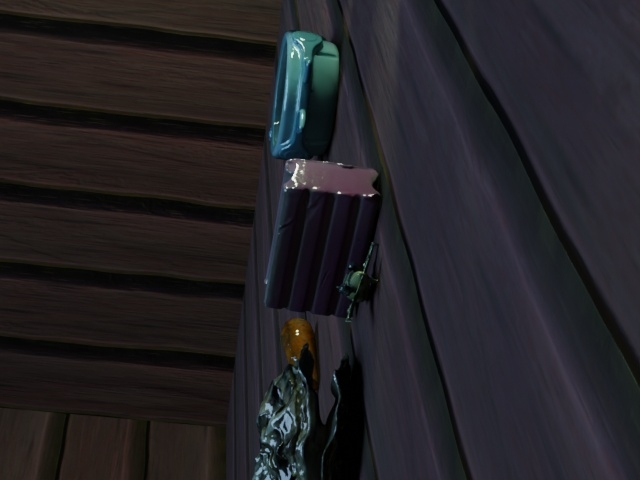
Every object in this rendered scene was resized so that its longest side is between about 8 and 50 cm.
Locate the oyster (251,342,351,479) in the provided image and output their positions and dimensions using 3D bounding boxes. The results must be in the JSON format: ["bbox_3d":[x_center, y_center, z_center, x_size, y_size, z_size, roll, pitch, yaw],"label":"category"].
[{"bbox_3d":[-0.028,0.295,1.688,0.162,0.158,0.351,41,-118,-55],"label":"oyster"}]

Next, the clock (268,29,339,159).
[{"bbox_3d":[-0.025,-0.239,2.341,0.274,0.094,0.224,-133,49,-79],"label":"clock"}]

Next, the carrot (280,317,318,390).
[{"bbox_3d":[-0.028,0.181,2.166,0.161,0.055,0.055,-106,22,-55],"label":"carrot"}]

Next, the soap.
[{"bbox_3d":[0.000,0.000,1.746,0.065,0.122,0.203,-90,10,-51],"label":"soap"}]

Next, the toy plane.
[{"bbox_3d":[0.044,0.053,1.670,0.111,0.040,0.102,122,172,-72],"label":"toy plane"}]
